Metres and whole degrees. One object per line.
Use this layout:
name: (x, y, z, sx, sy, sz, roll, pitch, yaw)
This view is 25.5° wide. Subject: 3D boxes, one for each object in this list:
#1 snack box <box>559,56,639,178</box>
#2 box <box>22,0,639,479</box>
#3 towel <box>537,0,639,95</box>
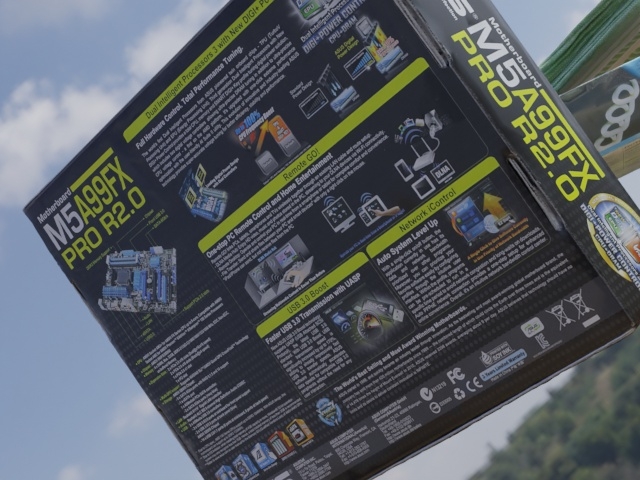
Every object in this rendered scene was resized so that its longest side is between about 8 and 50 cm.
snack box: (0.319, -0.131, 1.090, 0.322, 0.060, 0.187, -26, -9, 9)
box: (0.000, 0.000, 0.667, 0.270, 0.216, 0.060, -38, -5, 40)
towel: (0.289, -0.211, 1.217, 0.248, 0.038, 0.325, -46, -10, 32)
